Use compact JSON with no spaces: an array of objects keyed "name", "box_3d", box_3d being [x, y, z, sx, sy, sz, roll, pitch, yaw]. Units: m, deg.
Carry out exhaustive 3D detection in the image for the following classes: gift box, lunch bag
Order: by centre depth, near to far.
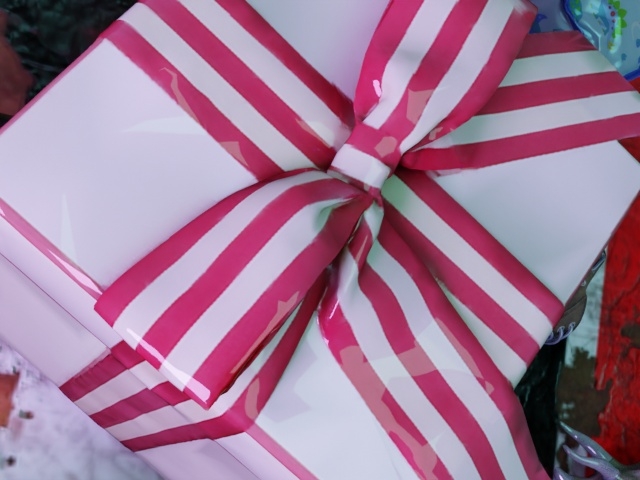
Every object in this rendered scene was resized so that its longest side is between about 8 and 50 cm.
[{"name":"gift box","box_3d":[0.000,0.000,0.502,0.276,0.258,0.255,37,66,-8]},{"name":"lunch bag","box_3d":[0.194,-0.156,0.750,0.151,0.129,0.096,-25,101,-31]}]

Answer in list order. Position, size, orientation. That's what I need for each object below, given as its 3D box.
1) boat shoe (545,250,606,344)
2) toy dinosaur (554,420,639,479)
[{"name":"boat shoe","box_3d":[0.165,0.042,0.755,0.183,0.066,0.066,-44,111,-27]},{"name":"toy dinosaur","box_3d":[0.335,0.211,0.824,0.314,0.121,0.160,-9,105,-29]}]
